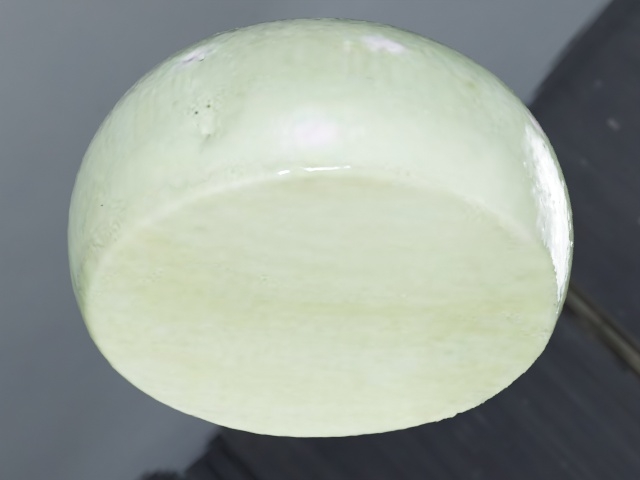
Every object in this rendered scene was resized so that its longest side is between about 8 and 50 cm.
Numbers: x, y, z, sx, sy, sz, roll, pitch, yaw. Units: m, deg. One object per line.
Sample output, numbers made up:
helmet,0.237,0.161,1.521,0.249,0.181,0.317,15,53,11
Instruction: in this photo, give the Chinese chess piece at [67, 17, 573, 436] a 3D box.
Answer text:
Chinese chess piece,0.000,0.000,0.948,0.250,0.101,0.250,0,143,0
